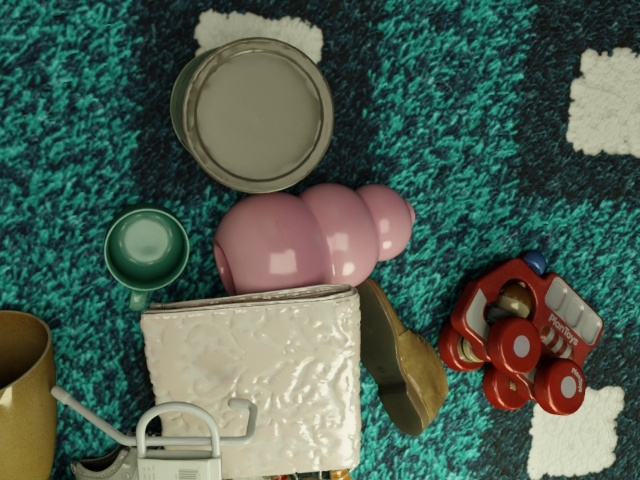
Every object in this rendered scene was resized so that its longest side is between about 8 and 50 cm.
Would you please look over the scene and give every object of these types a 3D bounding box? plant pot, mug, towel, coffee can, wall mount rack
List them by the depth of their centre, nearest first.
[{"bbox_3d":[-0.112,-0.188,1.136,0.201,0.275,0.201,-3,103,-14],"label":"coffee can"},{"bbox_3d":[-0.247,0.340,1.140,0.304,0.130,0.350,2,118,-2],"label":"wall mount rack"},{"bbox_3d":[-0.498,0.274,1.180,0.237,0.237,0.254,-13,120,-11],"label":"plant pot"},{"bbox_3d":[-0.095,0.225,1.187,0.317,0.053,0.332,-4,118,-3],"label":"towel"},{"bbox_3d":[-0.285,0.015,1.228,0.129,0.097,0.158,43,89,-19],"label":"mug"}]

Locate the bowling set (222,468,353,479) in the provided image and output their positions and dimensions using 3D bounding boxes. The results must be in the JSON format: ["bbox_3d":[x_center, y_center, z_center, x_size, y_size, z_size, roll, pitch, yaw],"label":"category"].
[{"bbox_3d":[-0.050,0.459,1.335,0.287,0.200,0.154,-21,105,-13],"label":"bowling set"}]

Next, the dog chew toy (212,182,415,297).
[{"bbox_3d":[0.000,0.000,1.254,0.332,0.206,0.207,-18,106,-19],"label":"dog chew toy"}]

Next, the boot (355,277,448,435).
[{"bbox_3d":[0.136,0.189,1.390,0.115,0.112,0.305,-33,105,-37],"label":"boot"}]

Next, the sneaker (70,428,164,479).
[{"bbox_3d":[-0.281,0.362,1.299,0.281,0.105,0.115,-26,101,-11],"label":"sneaker"}]

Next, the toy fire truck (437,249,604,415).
[{"bbox_3d":[0.375,0.160,1.412,0.302,0.169,0.254,42,65,-19],"label":"toy fire truck"}]
